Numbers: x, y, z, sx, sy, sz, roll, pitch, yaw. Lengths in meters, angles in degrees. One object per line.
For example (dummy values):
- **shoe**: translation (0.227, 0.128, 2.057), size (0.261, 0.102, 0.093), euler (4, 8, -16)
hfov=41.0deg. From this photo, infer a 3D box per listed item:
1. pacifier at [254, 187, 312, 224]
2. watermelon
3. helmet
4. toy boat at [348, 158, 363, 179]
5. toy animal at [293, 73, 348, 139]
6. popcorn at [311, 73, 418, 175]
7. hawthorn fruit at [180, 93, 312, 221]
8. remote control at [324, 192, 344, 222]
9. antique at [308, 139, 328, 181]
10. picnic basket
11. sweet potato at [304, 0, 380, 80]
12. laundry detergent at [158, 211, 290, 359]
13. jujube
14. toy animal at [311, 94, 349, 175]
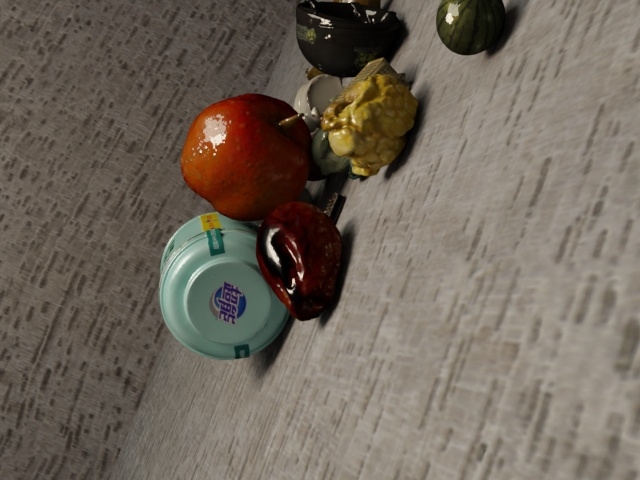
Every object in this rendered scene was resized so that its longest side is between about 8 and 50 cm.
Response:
- **pacifier**: translation (-0.140, -0.121, 2.124), size (0.273, 0.220, 0.332), euler (-111, 25, -70)
- **watermelon**: translation (0.228, -0.333, 1.324), size (0.133, 0.105, 0.105), euler (112, 174, -61)
- **helmet**: translation (0.059, -0.450, 1.951), size (0.279, 0.230, 0.161), euler (50, 137, 50)
- **toy boat**: translation (0.082, -0.158, 1.690), size (0.141, 0.060, 0.055), euler (131, 134, -65)
- **toy animal**: translation (-0.010, -0.306, 2.060), size (0.179, 0.127, 0.193), euler (-58, 13, -24)
- **popcorn**: translation (0.098, -0.207, 1.547), size (0.140, 0.163, 0.194), euler (-15, 17, 45)
- **hawthorn fruit**: translation (-0.135, -0.195, 1.850), size (0.330, 0.287, 0.287), euler (-34, 34, 45)
- **remote control**: translation (0.000, 0.000, 1.799), size (0.059, 0.028, 0.212), euler (172, 120, -78)
- **antique**: translation (-0.015, -0.187, 2.003), size (0.104, 0.104, 0.104), euler (-59, 16, 28)
- **picnic basket**: translation (0.090, -0.280, 1.704), size (0.164, 0.079, 0.115), euler (-47, 15, -4)
- **sweet potato**: translation (0.056, -0.533, 2.261), size (0.423, 0.130, 0.131), euler (123, 164, -55)
- **laundry detergent**: translation (-0.211, 0.098, 1.888), size (0.287, 0.287, 0.305), euler (-65, 13, 6)
- **jujube**: translation (-0.035, 0.038, 1.622), size (0.168, 0.168, 0.236), euler (-55, 35, 39)
- **toy animal**: translation (0.048, -0.253, 1.854), size (0.138, 0.108, 0.236), euler (-53, 19, 47)
